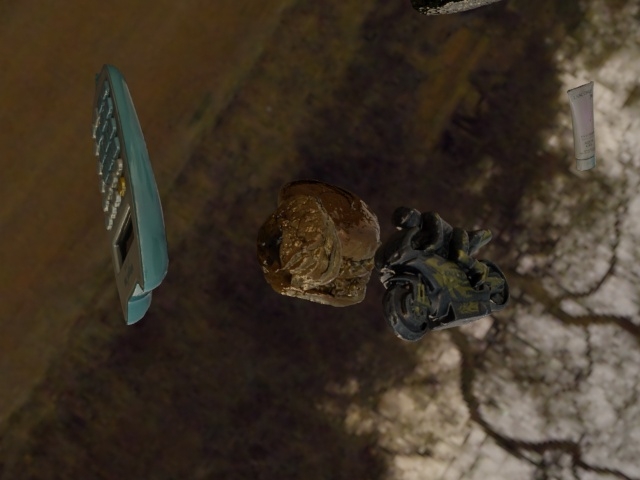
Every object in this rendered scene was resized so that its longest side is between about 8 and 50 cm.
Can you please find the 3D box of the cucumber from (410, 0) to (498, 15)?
[{"bbox_3d":[0.230,-0.364,1.743,0.241,0.074,0.074,-2,-134,50],"label":"cucumber"}]

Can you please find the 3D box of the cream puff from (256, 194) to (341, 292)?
[{"bbox_3d":[-0.032,0.003,1.699,0.119,0.104,0.133,37,-60,54],"label":"cream puff"}]

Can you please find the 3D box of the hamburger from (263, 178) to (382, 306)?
[{"bbox_3d":[0.001,0.011,2.486,0.260,0.245,0.211,-1,121,-39],"label":"hamburger"}]

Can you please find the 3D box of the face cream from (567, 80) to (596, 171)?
[{"bbox_3d":[0.318,-0.138,1.516,0.038,0.020,0.115,-21,122,-15],"label":"face cream"}]

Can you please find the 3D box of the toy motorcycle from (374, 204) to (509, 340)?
[{"bbox_3d":[0.108,0.023,1.167,0.061,0.124,0.193,-28,170,40],"label":"toy motorcycle"}]

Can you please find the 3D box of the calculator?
[{"bbox_3d":[-0.300,-0.082,1.905,0.054,0.386,0.256,-10,164,-20],"label":"calculator"}]
